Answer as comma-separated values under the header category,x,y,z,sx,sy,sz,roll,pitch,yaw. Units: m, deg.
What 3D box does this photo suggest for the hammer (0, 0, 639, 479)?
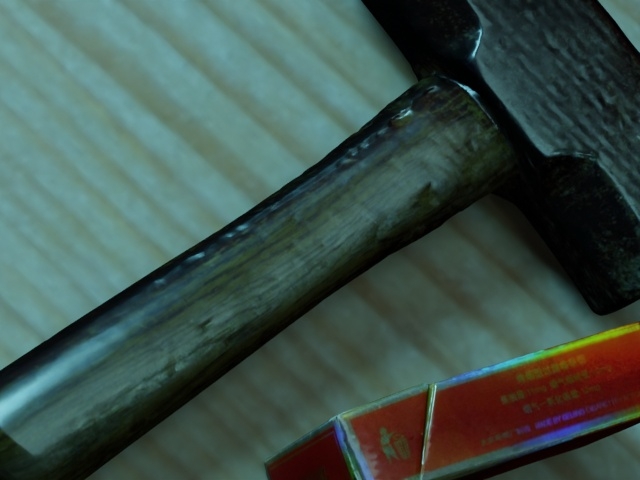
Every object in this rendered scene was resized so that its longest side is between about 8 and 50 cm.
category,x,y,z,sx,sy,sz,roll,pitch,yaw
hammer,0.000,0.000,0.977,0.409,0.095,0.242,-35,88,-23

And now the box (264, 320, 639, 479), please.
category,x,y,z,sx,sy,sz,roll,pitch,yaw
box,0.072,0.093,0.960,0.175,0.112,0.048,-15,79,-24
